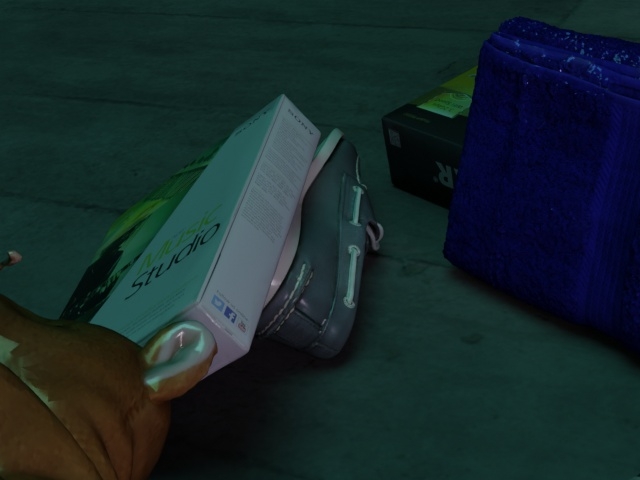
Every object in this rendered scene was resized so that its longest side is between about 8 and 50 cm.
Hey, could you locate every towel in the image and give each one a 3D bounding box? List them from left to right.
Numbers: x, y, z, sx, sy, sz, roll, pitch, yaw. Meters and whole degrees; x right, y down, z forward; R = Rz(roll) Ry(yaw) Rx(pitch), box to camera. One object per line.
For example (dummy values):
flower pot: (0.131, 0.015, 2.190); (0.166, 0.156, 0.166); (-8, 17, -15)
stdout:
towel: (0.220, -0.037, 0.877); (0.076, 0.228, 0.308); (1, 17, -40)

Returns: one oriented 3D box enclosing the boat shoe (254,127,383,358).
boat shoe: (0.000, 0.000, 1.044); (0.099, 0.116, 0.319); (35, 27, -7)

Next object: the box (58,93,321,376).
box: (-0.123, 0.028, 0.943); (0.232, 0.058, 0.322); (-34, 20, 27)

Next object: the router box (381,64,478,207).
router box: (0.249, -0.095, 1.096); (0.243, 0.081, 0.309); (-31, 36, -28)

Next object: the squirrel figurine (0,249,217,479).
squirrel figurine: (-0.138, 0.187, 0.606); (0.281, 0.397, 0.370); (-51, 5, 15)

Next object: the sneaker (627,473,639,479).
sneaker: (0.142, 0.166, 0.584); (0.229, 0.132, 0.086); (-51, 39, -9)
